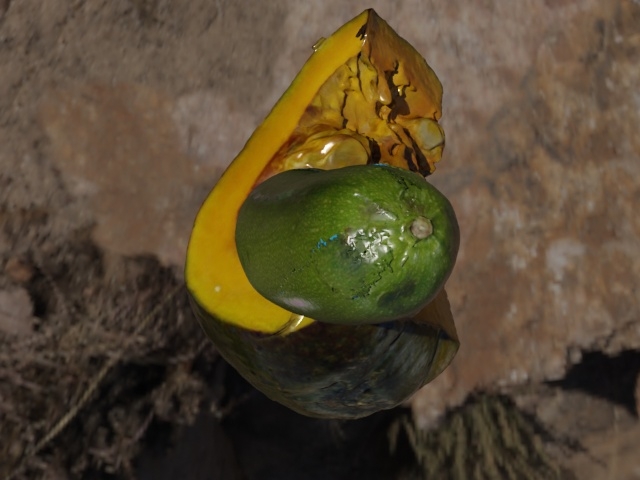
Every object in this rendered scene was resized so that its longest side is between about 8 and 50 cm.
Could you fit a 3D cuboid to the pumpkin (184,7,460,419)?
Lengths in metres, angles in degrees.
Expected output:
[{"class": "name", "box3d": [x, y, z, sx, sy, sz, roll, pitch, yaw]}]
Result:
[{"class": "pumpkin", "box3d": [0.032, -0.013, 1.004, 0.280, 0.190, 0.139, -54, 134, -5]}]

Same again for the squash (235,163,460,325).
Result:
[{"class": "squash", "box3d": [-0.001, -0.001, 0.775, 0.087, 0.331, 0.087, -1, 94, -11]}]
